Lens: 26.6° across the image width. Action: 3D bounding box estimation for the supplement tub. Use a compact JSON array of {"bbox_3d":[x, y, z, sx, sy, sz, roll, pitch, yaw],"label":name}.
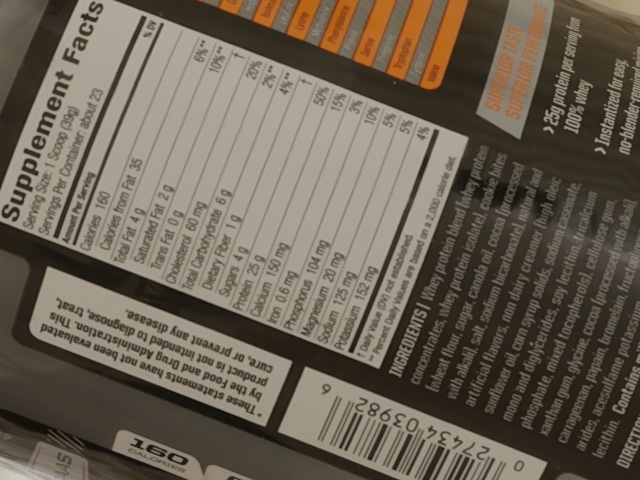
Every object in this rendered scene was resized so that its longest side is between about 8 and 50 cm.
[{"bbox_3d":[0.000,0.000,0.408,0.316,0.194,0.194,22,-37,0],"label":"supplement tub"}]
